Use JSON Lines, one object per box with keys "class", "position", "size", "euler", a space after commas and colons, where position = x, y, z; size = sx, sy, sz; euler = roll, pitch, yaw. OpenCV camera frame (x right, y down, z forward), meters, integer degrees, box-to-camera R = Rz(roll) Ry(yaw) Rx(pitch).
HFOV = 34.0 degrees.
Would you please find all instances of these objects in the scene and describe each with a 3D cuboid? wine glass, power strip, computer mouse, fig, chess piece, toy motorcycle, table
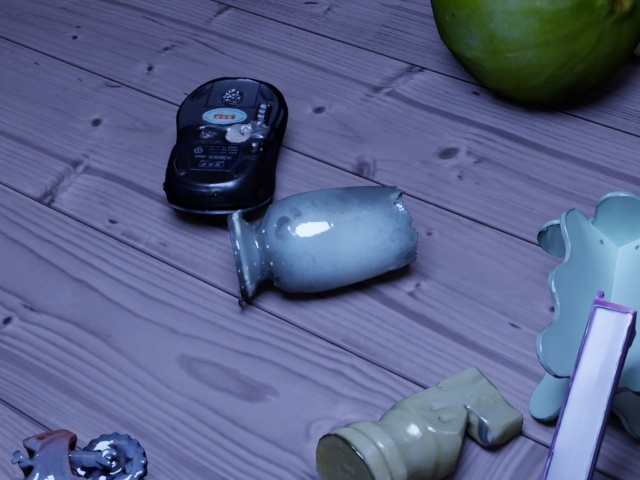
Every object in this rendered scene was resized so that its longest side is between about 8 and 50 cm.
{"class": "wine glass", "position": [0.000, 0.000, 1.152], "size": [0.204, 0.111, 0.111], "euler": [-12, 43, -3]}
{"class": "power strip", "position": [0.206, 0.182, 0.854], "size": [0.037, 0.109, 0.279], "euler": [16, 78, 19]}
{"class": "computer mouse", "position": [-0.115, -0.107, 1.294], "size": [0.137, 0.096, 0.233], "euler": [2, 47, 14]}
{"class": "fig", "position": [0.270, -0.328, 1.372], "size": [0.316, 0.316, 0.316], "euler": [-3, 42, 2]}
{"class": "chess piece", "position": [0.098, 0.181, 0.979], "size": [0.200, 0.090, 0.090], "euler": [-21, 44, -33]}
{"class": "toy motorcycle", "position": [-0.248, 0.250, 0.927], "size": [0.118, 0.084, 0.212], "euler": [22, 53, 15]}
{"class": "table", "position": [0.279, 0.080, 1.019], "size": [0.166, 0.166, 0.198], "euler": [9, 53, 15]}

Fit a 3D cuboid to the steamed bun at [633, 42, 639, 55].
{"class": "steamed bun", "position": [0.510, -0.321, 1.461], "size": [0.192, 0.106, 0.177], "euler": [-31, 47, -24]}
